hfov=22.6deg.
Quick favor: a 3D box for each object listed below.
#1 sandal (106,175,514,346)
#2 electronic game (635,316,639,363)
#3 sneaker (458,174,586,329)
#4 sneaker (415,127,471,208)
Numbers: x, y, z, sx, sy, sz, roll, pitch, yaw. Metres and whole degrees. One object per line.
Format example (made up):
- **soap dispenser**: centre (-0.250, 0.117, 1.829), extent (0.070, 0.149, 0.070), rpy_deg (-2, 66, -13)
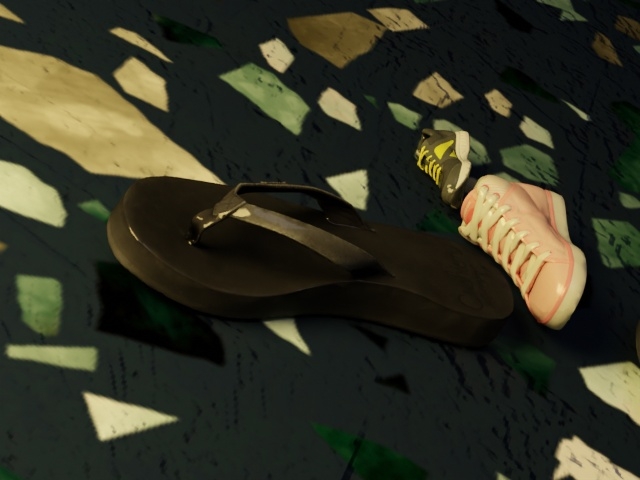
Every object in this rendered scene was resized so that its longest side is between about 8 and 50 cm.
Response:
- **sandal**: centre (0.000, 0.000, 0.899), extent (0.255, 0.054, 0.097), rpy_deg (9, 37, -29)
- **electronic game**: centre (0.298, 0.106, 0.989), extent (0.229, 0.048, 0.229), rpy_deg (20, 33, -13)
- **sneaker**: centre (0.121, 0.004, 0.995), extent (0.070, 0.051, 0.134), rpy_deg (19, 30, -12)
- **sneaker**: centre (0.080, -0.048, 1.060), extent (0.035, 0.031, 0.083), rpy_deg (12, 29, -2)
